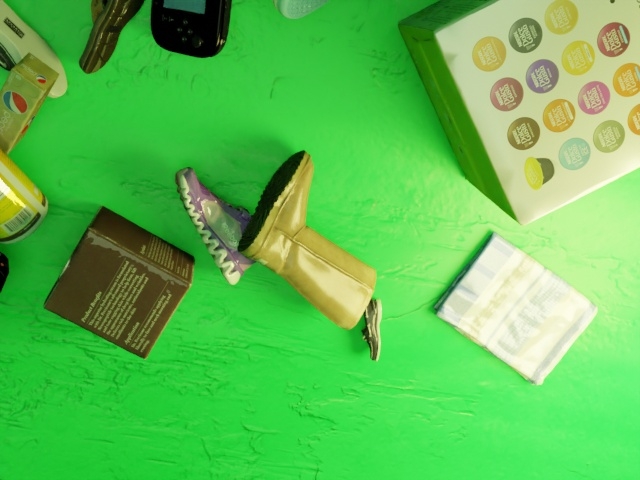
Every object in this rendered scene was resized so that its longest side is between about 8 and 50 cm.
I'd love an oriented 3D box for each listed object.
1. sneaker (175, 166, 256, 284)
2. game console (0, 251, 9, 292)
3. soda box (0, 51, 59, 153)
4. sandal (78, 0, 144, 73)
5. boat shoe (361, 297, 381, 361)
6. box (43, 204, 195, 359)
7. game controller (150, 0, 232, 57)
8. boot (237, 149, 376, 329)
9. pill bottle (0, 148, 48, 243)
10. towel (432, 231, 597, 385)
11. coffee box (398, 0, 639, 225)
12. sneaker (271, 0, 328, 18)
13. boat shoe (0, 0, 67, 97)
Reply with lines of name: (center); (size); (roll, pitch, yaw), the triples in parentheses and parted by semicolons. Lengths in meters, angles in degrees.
sneaker: (-0.179, -0.039, 1.588); (0.104, 0.095, 0.236); (-30, 112, -4)
game console: (-0.718, -0.015, 1.533); (0.213, 0.044, 0.361); (-34, 100, 24)
soda box: (-0.509, -0.228, 1.466); (0.061, 0.058, 0.181); (36, 132, -14)
sandal: (-0.359, -0.387, 1.479); (0.060, 0.090, 0.219); (35, 108, 8)
boat shoe: (0.098, 0.174, 1.696); (0.038, 0.046, 0.125); (-1, 103, -6)
box: (-0.352, 0.072, 1.557); (0.203, 0.167, 0.168); (31, 101, -13)
game controller: (-0.209, -0.467, 1.435); (0.166, 0.067, 0.319); (16, 108, 25)
boot: (0.000, 0.000, 1.614); (0.269, 0.089, 0.236); (35, 77, -26)
pill bottle: (-0.568, -0.099, 1.471); (0.117, 0.117, 0.215); (-29, 134, 3)
towel: (0.388, 0.140, 1.723); (0.285, 0.034, 0.209); (35, 99, -14)
coffee box: (0.362, -0.276, 1.440); (0.334, 0.338, 0.338); (-27, 107, 3)
sneaker: (0.000, -0.518, 1.449); (0.319, 0.127, 0.208); (-34, 70, -25)
boat shoe: (-0.523, -0.328, 1.479); (0.070, 0.078, 0.219); (-21, 120, 34)
